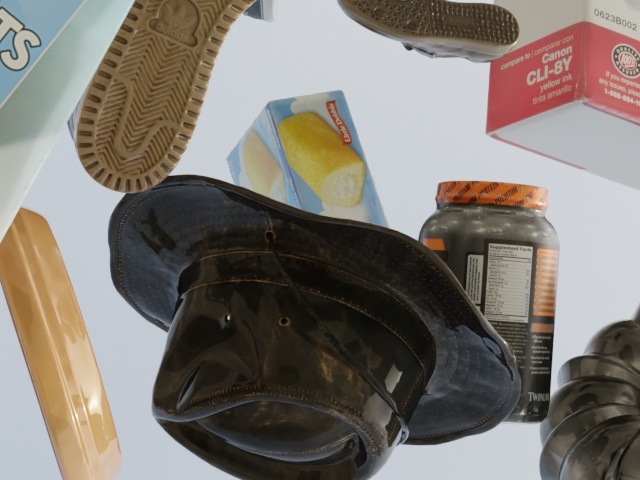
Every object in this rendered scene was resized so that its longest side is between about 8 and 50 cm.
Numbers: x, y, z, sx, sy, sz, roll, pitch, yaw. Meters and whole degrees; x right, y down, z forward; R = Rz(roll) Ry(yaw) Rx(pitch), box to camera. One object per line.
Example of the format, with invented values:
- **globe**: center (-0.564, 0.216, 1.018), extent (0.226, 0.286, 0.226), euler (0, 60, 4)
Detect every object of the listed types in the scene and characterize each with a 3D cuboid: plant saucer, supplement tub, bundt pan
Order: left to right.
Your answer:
- **plant saucer**: center (-0.157, 0.064, 0.761), extent (0.037, 0.200, 0.200), euler (-18, -134, -15)
- **supplement tub**: center (0.134, 0.050, 1.055), extent (0.117, 0.117, 0.191), euler (3, -93, 22)
- **bundt pan**: center (0.330, 0.149, 1.105), extent (0.330, 0.124, 0.331), euler (-25, -154, 13)

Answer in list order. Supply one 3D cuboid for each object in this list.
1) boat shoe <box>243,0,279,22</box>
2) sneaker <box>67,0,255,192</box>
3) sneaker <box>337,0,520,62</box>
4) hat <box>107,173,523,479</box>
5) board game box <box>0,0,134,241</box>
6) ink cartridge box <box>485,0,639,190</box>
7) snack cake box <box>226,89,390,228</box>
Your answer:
- **boat shoe**: center (-0.070, -0.300, 1.420), extent (0.040, 0.142, 0.049), euler (6, -135, 8)
- **sneaker**: center (-0.098, -0.169, 0.920), extent (0.282, 0.099, 0.153), euler (-62, -164, -2)
- **sneaker**: center (0.094, -0.200, 1.229), extent (0.188, 0.071, 0.066), euler (13, -113, -19)
- **hat**: center (-0.030, 0.102, 0.936), extent (0.331, 0.331, 0.134), euler (10, -124, 26)
- **board game box**: center (-0.136, -0.195, 0.380), extent (0.336, 0.253, 0.079), euler (-61, -158, 2)
- **ink cartridge box**: center (0.350, -0.280, 1.485), extent (0.160, 0.279, 0.385), euler (-20, -119, 55)
- **snack cake box**: center (0.000, 0.000, 1.319), extent (0.089, 0.152, 0.264), euler (-12, -104, -26)
